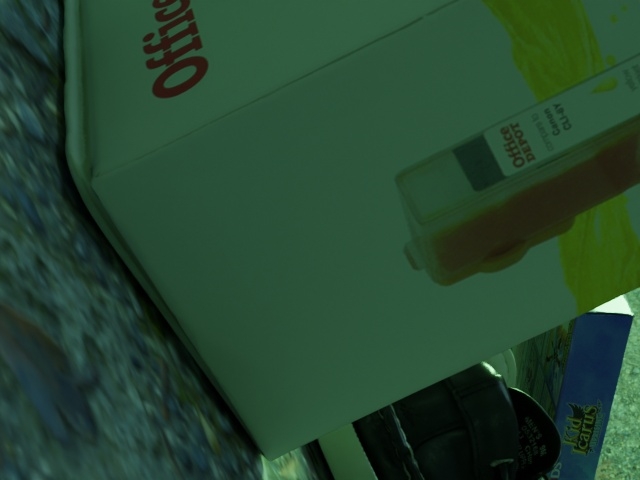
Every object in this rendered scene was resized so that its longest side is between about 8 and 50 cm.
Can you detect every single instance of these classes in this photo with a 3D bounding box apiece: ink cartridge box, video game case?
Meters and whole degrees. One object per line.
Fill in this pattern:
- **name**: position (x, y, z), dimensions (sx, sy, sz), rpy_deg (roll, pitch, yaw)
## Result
- **ink cartridge box**: position (0.092, -0.111, 0.544), dimensions (0.279, 0.384, 0.160), rpy_deg (-109, 173, -58)
- **video game case**: position (0.264, 0.125, 1.324), dimensions (0.244, 0.061, 0.270), rpy_deg (-92, -174, -60)

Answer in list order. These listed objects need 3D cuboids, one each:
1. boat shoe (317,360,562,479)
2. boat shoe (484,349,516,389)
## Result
- **boat shoe**: position (0.091, 0.134, 0.729), dimensions (0.127, 0.113, 0.340), rpy_deg (65, 6, 28)
- **boat shoe**: position (0.146, 0.157, 1.209), dimensions (0.091, 0.109, 0.305), rpy_deg (-112, 178, -53)
